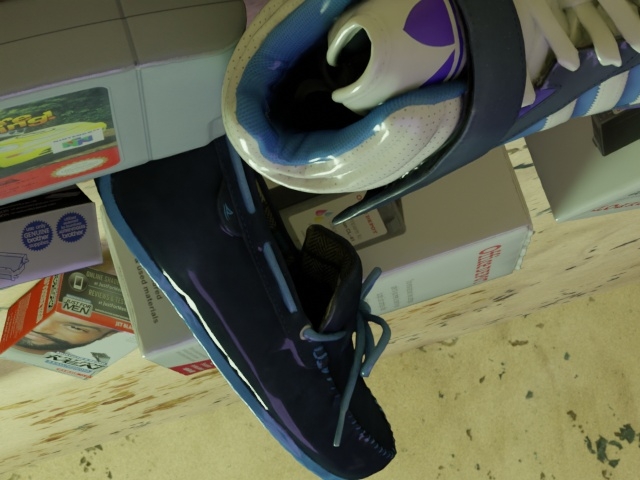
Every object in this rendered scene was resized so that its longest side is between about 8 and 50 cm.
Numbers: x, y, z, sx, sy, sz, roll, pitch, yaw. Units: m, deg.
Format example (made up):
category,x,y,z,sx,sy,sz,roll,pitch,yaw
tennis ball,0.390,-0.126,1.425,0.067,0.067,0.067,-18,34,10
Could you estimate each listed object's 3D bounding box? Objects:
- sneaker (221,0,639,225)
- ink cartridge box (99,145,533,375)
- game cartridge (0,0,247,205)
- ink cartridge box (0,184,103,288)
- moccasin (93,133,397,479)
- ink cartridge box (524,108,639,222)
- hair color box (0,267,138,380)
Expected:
category,x,y,z,sx,sy,sz,roll,pitch,yaw
sneaker,0.106,-0.106,0.750,0.323,0.130,0.236,-19,-175,26
ink cartridge box,0.000,0.000,1.267,0.306,0.131,0.226,-19,170,-1
game cartridge,-0.181,-0.063,0.824,0.294,0.060,0.196,-17,166,-7
ink cartridge box,-0.247,0.004,0.965,0.207,0.046,0.097,-15,-156,-21
moccasin,-0.019,0.044,1.057,0.117,0.138,0.342,-31,131,6
ink cartridge box,0.318,-0.117,1.228,0.197,0.114,0.273,-9,168,-44
hair color box,-0.220,0.075,1.425,0.093,0.053,0.167,18,154,-22
